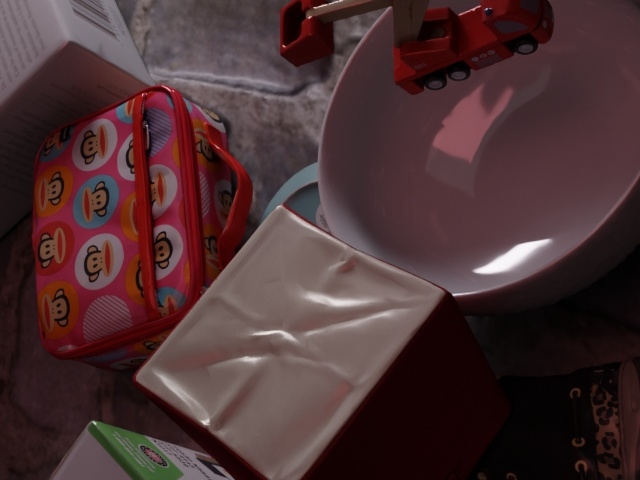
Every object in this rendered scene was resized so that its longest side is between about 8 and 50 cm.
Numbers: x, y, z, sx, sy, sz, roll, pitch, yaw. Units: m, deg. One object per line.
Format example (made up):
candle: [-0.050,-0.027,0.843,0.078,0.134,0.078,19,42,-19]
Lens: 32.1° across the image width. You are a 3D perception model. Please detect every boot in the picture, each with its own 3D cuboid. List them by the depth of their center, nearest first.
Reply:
boot: [0.188,0.211,0.907,0.179,0.085,0.236,-6,64,35]

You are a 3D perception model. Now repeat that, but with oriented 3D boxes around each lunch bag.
lunch bag: [-0.190,-0.015,1.233,0.258,0.120,0.293,-19,65,24]

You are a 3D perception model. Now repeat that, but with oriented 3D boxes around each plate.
plate: [0.000,0.000,1.148,0.188,0.024,0.188,-13,67,32]

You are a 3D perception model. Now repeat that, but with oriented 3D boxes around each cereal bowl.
cereal bowl: [0.170,-0.087,0.980,0.339,0.141,0.339,-16,62,33]

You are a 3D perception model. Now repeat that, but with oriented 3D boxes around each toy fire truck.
toy fire truck: [0.077,-0.177,0.908,0.192,0.135,0.047,-18,60,33]

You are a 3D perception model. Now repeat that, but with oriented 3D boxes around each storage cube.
storage cube: [0.007,0.123,0.874,0.184,0.193,0.215,29,72,38]

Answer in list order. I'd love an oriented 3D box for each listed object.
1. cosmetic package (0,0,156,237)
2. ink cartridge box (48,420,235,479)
cosmetic package: [-0.444,-0.149,1.419,0.453,0.161,0.230,-38,57,18]
ink cartridge box: [-0.083,0.278,0.948,0.201,0.278,0.117,36,92,38]
